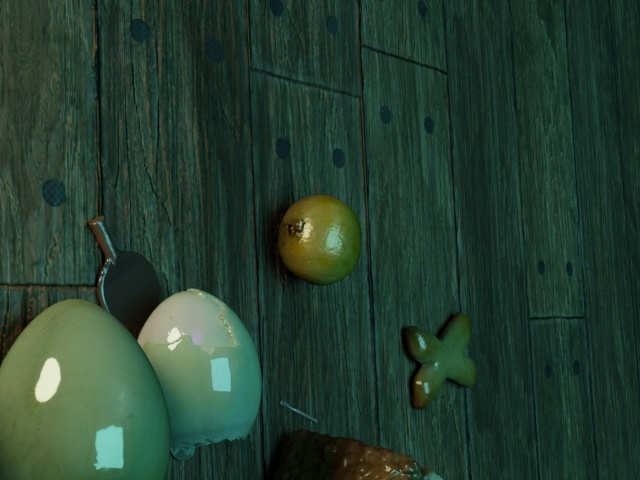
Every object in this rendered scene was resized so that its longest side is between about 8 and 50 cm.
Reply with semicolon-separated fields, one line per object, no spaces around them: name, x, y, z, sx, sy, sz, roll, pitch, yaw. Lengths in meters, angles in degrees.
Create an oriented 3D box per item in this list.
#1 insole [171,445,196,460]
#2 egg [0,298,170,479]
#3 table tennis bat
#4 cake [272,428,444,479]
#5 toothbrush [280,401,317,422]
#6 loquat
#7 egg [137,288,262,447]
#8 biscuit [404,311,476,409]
insole;-0.194;0.230;1.439;0.065;0.006;0.194;23;68;-47
egg;-0.293;0.214;1.162;0.218;0.218;0.296;9;65;-49
table tennis bat;-0.241;0.042;1.324;0.107;0.119;0.170;-43;119;-45
cake;0.066;0.476;1.516;0.290;0.282;0.256;53;55;-37
toothbrush;-0.035;0.288;1.619;0.097;0.008;0.006;36;62;-42
loquat;0.000;0.000;1.604;0.163;0.137;0.163;37;40;-40
egg;-0.173;0.176;1.338;0.183;0.183;0.217;4;76;-50
biscuit;0.245;0.236;1.934;0.207;0.047;0.164;-10;91;-50
